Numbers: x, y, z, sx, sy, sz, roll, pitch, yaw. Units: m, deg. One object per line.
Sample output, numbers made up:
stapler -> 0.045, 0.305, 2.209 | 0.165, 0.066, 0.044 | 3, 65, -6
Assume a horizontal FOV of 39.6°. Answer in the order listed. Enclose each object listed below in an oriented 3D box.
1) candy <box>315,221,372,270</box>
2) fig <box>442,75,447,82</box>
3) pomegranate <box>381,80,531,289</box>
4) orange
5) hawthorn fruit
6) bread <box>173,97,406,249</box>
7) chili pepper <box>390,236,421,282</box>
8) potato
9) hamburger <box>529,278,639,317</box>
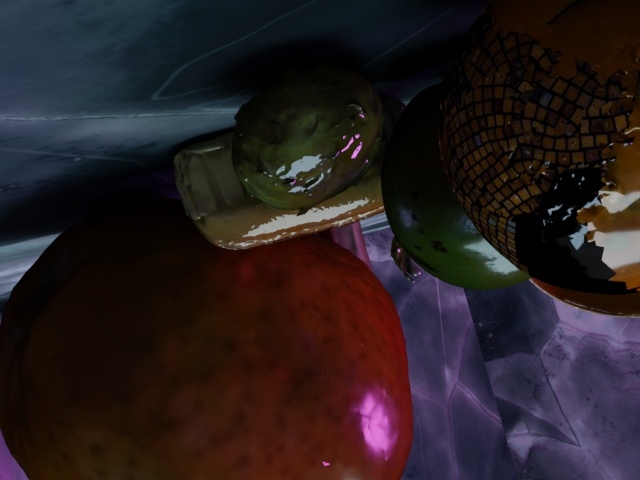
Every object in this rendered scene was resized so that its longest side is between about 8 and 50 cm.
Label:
candy -> 0.000, 0.000, 1.323 | 0.135, 0.180, 0.321 | -14, 176, 1
fig -> 0.225, -0.145, 0.773 | 0.236, 0.124, 0.124 | 8, -178, 13
pomegranate -> 0.163, -0.050, 0.725 | 0.224, 0.182, 0.181 | -5, 180, 18
orange -> 0.190, -0.073, 0.549 | 0.234, 0.234, 0.182 | -14, -139, -23
hawthorn fruit -> -0.136, 0.154, 1.009 | 0.471, 0.472, 0.472 | -16, 177, -1
bread -> -0.016, -0.059, 0.842 | 0.236, 0.106, 0.140 | -14, 179, -10
chili pepper -> 0.239, -0.026, 0.811 | 0.359, 0.085, 0.076 | -9, -176, 26
potato -> -0.003, -0.077, 0.666 | 0.117, 0.090, 0.225 | -38, 177, 13
hamburger -> 0.327, -0.072, 0.956 | 0.274, 0.212, 0.274 | 10, 142, 8
